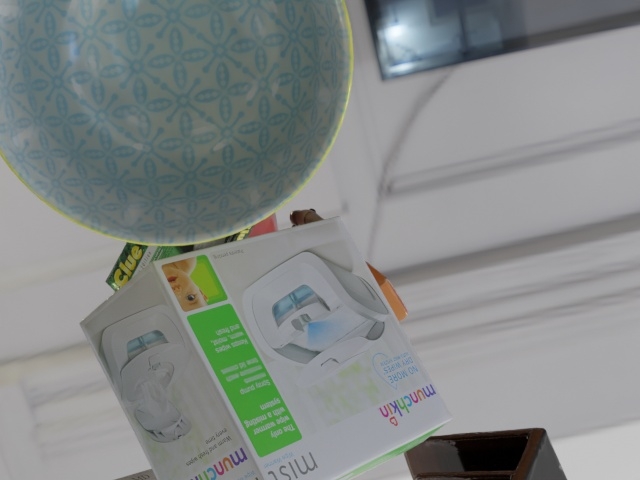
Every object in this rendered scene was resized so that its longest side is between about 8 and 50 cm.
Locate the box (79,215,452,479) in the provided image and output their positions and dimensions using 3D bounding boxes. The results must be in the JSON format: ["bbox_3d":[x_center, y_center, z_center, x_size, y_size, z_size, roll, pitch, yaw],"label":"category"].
[{"bbox_3d":[-0.045,0.123,1.109,0.127,0.231,0.262,-38,164,37],"label":"box"}]

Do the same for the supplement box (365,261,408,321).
[{"bbox_3d":[0.005,0.135,1.726,0.233,0.080,0.078,-39,-148,-7],"label":"supplement box"}]

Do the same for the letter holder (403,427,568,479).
[{"bbox_3d":[0.211,0.397,1.513,0.214,0.302,0.152,-9,-150,34],"label":"letter holder"}]

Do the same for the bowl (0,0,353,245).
[{"bbox_3d":[-0.120,-0.153,0.983,0.289,0.289,0.156,-13,-166,3],"label":"bowl"}]

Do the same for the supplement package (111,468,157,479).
[{"bbox_3d":[-0.132,0.402,1.380,0.263,0.198,0.199,25,-160,37],"label":"supplement package"}]

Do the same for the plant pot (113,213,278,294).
[{"bbox_3d":[-0.175,0.021,1.859,0.275,0.275,0.243,-6,-114,19],"label":"plant pot"}]

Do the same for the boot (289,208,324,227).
[{"bbox_3d":[0.000,0.000,1.878,0.087,0.118,0.042,19,-129,42],"label":"boot"}]

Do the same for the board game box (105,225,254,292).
[{"bbox_3d":[-0.153,-0.011,1.435,0.136,0.259,0.030,42,-155,23],"label":"board game box"}]
